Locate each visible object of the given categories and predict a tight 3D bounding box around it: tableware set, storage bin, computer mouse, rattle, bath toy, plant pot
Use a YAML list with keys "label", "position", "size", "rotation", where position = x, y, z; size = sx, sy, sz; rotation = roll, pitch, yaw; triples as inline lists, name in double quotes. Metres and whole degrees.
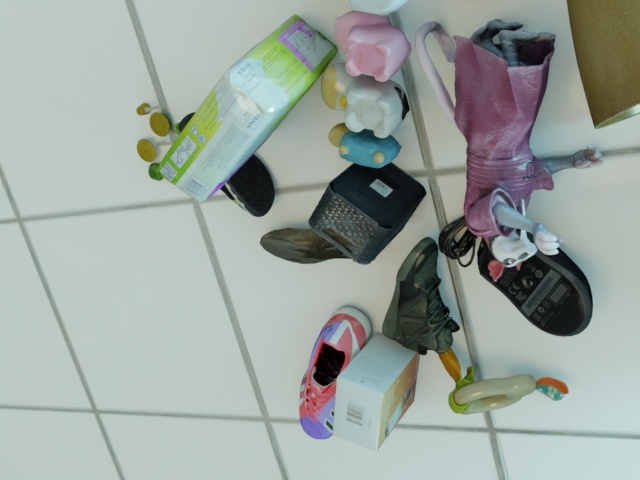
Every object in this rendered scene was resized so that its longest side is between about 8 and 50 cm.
- label: "tableware set"
  position: [-0.311, -0.187, 1.703]
  size: [0.104, 0.024, 0.154]
  rotation: [-2, 114, 34]
- label: "storage bin"
  position: [0.078, -0.056, 1.446]
  size: [0.122, 0.180, 0.084]
  rotation: [37, 127, 9]
- label: "computer mouse"
  position: [0.332, 0.032, 1.422]
  size: [0.272, 0.072, 0.188]
  rotation: [48, 130, 16]
- label: "rattle"
  position: [0.314, 0.223, 1.548]
  size: [0.199, 0.143, 0.130]
  rotation: [-23, 134, 21]
- label: "bath toy"
  position: [0.077, -0.283, 1.325]
  size: [0.151, 0.129, 0.348]
  rotation: [23, 136, 19]
- label: "plant pot"
  position: [0.407, -0.303, 1.125]
  size: [0.237, 0.237, 0.254]
  rotation: [-26, 86, 36]

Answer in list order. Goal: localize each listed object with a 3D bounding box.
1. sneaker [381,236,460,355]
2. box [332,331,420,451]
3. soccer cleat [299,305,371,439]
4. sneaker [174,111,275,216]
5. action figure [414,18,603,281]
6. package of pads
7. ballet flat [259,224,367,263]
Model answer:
- label: "sneaker"
  position: [0.187, 0.104, 1.513]
  size: [0.130, 0.087, 0.228]
  rotation: [32, 130, 27]
- label: "box"
  position: [0.102, 0.268, 1.602]
  size: [0.091, 0.170, 0.130]
  rotation: [16, 121, 24]
- label: "soccer cleat"
  position: [0.007, 0.271, 1.692]
  size: [0.108, 0.116, 0.318]
  rotation: [28, 124, 15]
- label: "sneaker"
  position: [-0.175, -0.136, 1.632]
  size: [0.235, 0.084, 0.097]
  rotation: [50, 151, 0]
- label: "action figure"
  position: [0.243, -0.116, 1.270]
  size: [0.275, 0.248, 0.370]
  rotation: [10, 112, 26]
- label: "package of pads"
  position: [-0.104, -0.213, 1.398]
  size: [0.101, 0.296, 0.229]
  rotation: [40, 127, -5]
- label: "ballet flat"
  position: [0.000, 0.000, 1.603]
  size: [0.249, 0.058, 0.084]
  rotation: [-1, 149, 36]
